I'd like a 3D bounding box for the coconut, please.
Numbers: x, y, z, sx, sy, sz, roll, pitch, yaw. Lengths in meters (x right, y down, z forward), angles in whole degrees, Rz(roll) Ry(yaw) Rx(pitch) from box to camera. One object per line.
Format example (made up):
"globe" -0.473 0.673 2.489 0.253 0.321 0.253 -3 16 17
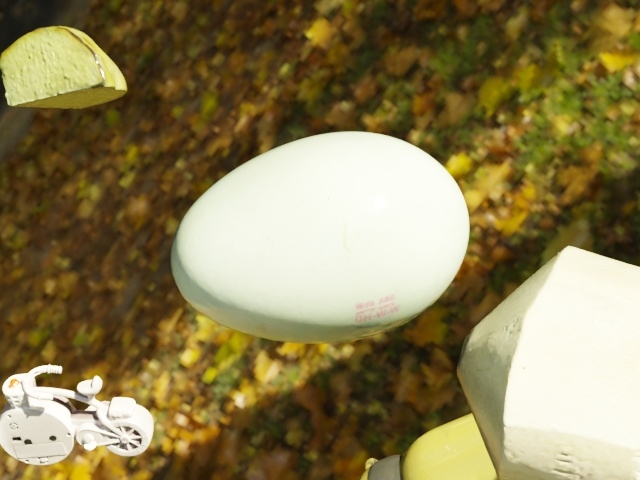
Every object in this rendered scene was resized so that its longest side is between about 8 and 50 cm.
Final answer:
"coconut" 0.231 0.122 1.144 0.241 0.241 0.241 -42 27 28

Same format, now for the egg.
"egg" 0.000 0.000 1.144 0.264 0.183 0.183 -11 28 -5

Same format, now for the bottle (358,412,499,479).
"bottle" 0.211 0.355 1.941 0.351 0.171 0.171 -28 34 23

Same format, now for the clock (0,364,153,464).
"clock" -0.205 0.147 1.084 0.041 0.129 0.087 -84 -7 -56

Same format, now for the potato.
"potato" -0.266 -0.197 1.470 0.149 0.120 0.081 -7 92 32
